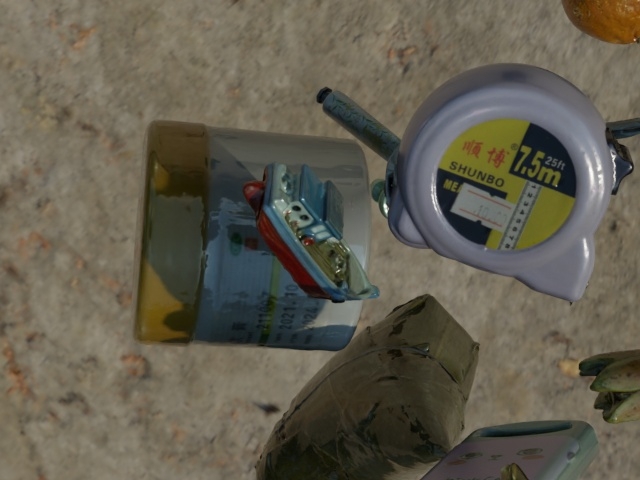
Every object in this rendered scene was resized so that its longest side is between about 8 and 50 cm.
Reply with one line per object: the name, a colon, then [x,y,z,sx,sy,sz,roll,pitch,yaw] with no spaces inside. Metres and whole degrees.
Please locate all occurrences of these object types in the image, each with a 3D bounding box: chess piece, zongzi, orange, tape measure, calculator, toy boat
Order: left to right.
toy boat: [0.000,0.000,0.928,0.058,0.069,0.173,-17,135,20]
zongzi: [0.041,0.273,1.388,0.174,0.393,0.356,41,108,-8]
chess piece: [0.116,-0.073,1.845,0.067,0.103,0.067,-5,107,-17]
calculator: [0.174,0.222,1.050,0.141,0.246,0.045,-10,95,31]
tape measure: [0.160,-0.058,0.922,0.196,0.105,0.178,24,115,0]
orange: [0.323,-0.268,1.182,0.135,0.135,0.118,3,100,22]

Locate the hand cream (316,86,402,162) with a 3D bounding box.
hand cream: [0.066,-0.171,1.685,0.194,0.042,0.067,42,148,30]

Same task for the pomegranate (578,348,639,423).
pomegranate: [0.449,0.121,1.261,0.301,0.236,0.236,-29,109,-2]

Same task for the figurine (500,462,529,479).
figurine: [0.184,0.275,0.753,0.234,0.127,0.185,29,106,2]

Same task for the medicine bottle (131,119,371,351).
medicine bottle: [-0.080,-0.001,1.184,0.231,0.238,0.238,5,126,-10]
